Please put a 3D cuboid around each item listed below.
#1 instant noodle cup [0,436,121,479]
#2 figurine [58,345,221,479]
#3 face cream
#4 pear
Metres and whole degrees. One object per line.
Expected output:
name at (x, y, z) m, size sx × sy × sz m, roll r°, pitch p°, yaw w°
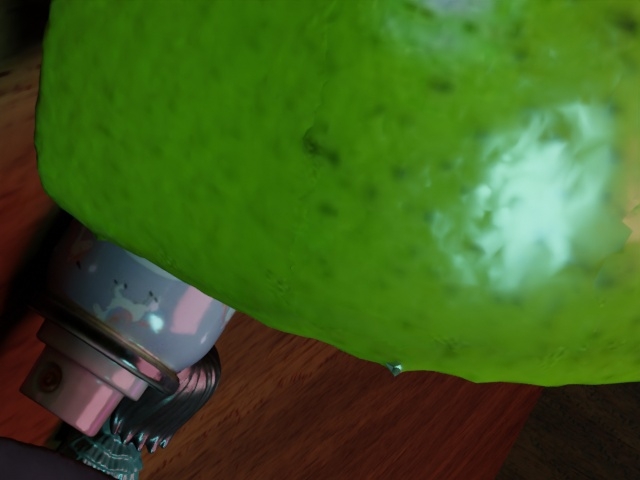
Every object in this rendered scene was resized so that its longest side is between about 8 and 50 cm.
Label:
instant noodle cup at (-0.114, 0.178, 0.663) m, size 0.235 × 0.234 × 0.178 m, roll -59°, pitch 177°, yaw -2°
figurine at (-0.090, 0.078, 0.900) m, size 0.060 × 0.047 × 0.106 m, roll 25°, pitch 106°, yaw -41°
face cream at (-0.040, -0.028, 0.769) m, size 0.229 × 0.075 × 0.075 m, roll -58°, pitch 167°, yaw -7°
pear at (0.101, -0.140, 0.624) m, size 0.342 × 0.238 × 0.318 m, roll -22°, pitch 129°, yaw -49°
